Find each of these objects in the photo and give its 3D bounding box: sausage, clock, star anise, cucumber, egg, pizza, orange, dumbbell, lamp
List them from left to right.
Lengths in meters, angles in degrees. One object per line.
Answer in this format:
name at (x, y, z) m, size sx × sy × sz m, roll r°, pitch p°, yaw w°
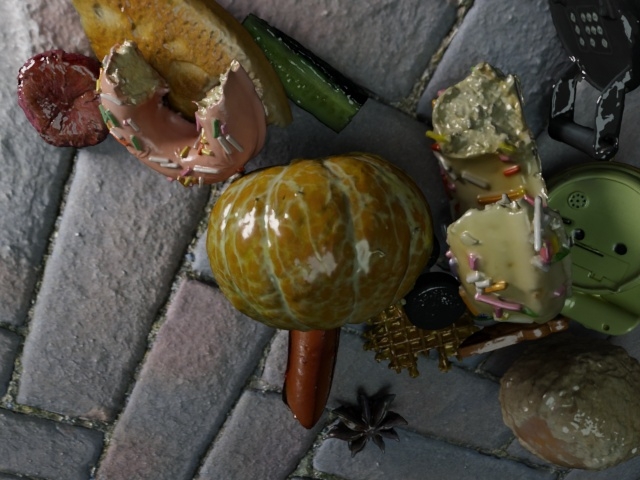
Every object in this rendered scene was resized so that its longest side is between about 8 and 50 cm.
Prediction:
pizza at (-0.198, -0.258, 0.747) m, size 0.365 × 0.074 × 0.182 m, roll 29°, pitch 130°, yaw -12°
cucumber at (-0.031, -0.251, 0.793) m, size 0.211 × 0.062 × 0.078 m, roll 35°, pitch 130°, yaw -13°
sausage at (-0.014, 0.233, 1.059) m, size 0.101 × 0.102 × 0.331 m, roll 3°, pitch 120°, yaw -7°
orange at (0.000, 0.000, 0.786) m, size 0.328 × 0.329 × 0.249 m, roll -15°, pitch 100°, yaw 4°
star anise at (0.096, 0.404, 1.192) m, size 0.180 × 0.061 × 0.205 m, roll 2°, pitch 121°, yaw -6°
dumbbell at (0.173, 0.057, 0.914) m, size 0.100 × 0.191 × 0.100 m, roll -2°, pitch 121°, yaw -4°
egg at (0.510, 0.321, 1.070) m, size 0.310 × 0.279 × 0.279 m, roll 1°, pitch 121°, yaw -13°
clock at (0.455, -0.021, 0.881) m, size 0.235 × 0.096 × 0.308 m, roll 29°, pitch 113°, yaw 30°
lamp at (0.453, -0.323, 0.702) m, size 0.271 × 0.205 × 0.375 m, roll -10°, pitch 111°, yaw 5°

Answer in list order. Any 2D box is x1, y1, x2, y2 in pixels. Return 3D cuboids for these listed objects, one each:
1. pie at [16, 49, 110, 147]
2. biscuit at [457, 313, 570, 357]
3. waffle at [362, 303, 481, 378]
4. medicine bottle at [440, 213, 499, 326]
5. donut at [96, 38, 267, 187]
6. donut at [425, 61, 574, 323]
pie at (-0.372, -0.204, 0.795) m, size 0.153 × 0.038 × 0.154 m, roll -3°, pitch 123°, yaw -4°
biscuit at (0.376, 0.154, 1.001) m, size 0.280 × 0.183 × 0.043 m, roll -16°, pitch 86°, yaw -10°
waffle at (0.206, 0.175, 1.072) m, size 0.231 × 0.051 × 0.229 m, roll 28°, pitch 115°, yaw -19°
medicine bottle at (0.269, 0.054, 0.971) m, size 0.092 × 0.061 × 0.221 m, roll -28°, pitch 108°, yaw -31°
donut at (-0.188, -0.156, 0.728) m, size 0.232 × 0.085 × 0.199 m, roll 12°, pitch 140°, yaw 12°
donut at (0.253, -0.047, 0.776) m, size 0.150 × 0.371 × 0.307 m, roll -14°, pitch 137°, yaw 19°
